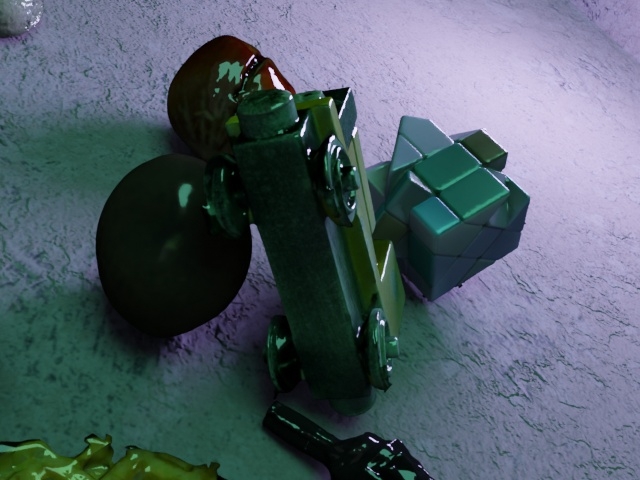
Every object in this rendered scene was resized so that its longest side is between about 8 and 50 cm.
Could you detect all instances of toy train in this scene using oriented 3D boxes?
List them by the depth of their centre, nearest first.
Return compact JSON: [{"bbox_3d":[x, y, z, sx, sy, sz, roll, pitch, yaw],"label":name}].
[{"bbox_3d":[0.000,0.000,0.843,0.160,0.397,0.253,-7,28,17],"label":"toy train"}]

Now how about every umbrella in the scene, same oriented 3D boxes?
[{"bbox_3d":[0.084,0.273,0.786,0.340,0.118,0.118,27,37,16],"label":"umbrella"}]

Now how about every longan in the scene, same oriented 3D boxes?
[{"bbox_3d":[-0.170,0.008,0.860,0.198,0.198,0.212,3,67,-26],"label":"longan"}]

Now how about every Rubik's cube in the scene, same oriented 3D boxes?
[{"bbox_3d":[0.166,-0.053,1.106,0.265,0.224,0.213,-29,58,-17],"label":"Rubik's cube"}]

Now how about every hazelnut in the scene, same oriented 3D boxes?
[{"bbox_3d":[-0.131,-0.209,1.148,0.212,0.181,0.181,31,17,-9],"label":"hazelnut"}]

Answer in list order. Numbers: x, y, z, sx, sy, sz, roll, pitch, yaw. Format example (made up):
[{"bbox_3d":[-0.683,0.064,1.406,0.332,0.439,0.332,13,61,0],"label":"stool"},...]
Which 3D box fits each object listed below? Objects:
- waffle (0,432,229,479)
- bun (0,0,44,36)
[{"bbox_3d":[-0.173,0.292,0.562,0.380,0.095,0.382,8,25,-25],"label":"waffle"},{"bbox_3d":[-0.572,-0.430,1.211,0.221,0.108,0.221,15,40,-13],"label":"bun"}]
